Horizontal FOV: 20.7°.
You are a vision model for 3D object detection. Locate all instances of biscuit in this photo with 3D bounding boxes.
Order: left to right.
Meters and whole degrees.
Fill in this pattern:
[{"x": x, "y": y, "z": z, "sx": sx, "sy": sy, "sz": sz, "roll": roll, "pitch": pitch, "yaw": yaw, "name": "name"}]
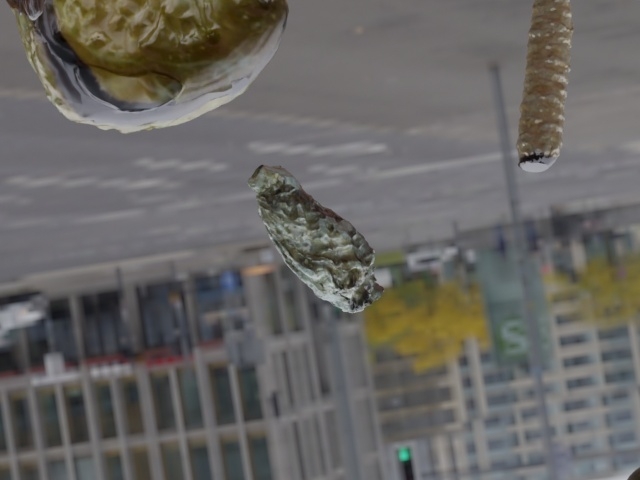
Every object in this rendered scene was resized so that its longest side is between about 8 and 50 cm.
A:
[{"x": 0.267, "y": -0.190, "z": 2.073, "sx": 0.055, "sy": 0.219, "sz": 0.061, "roll": 9, "pitch": 169, "yaw": -16, "name": "biscuit"}]

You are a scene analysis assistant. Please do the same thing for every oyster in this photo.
[{"x": 0.000, "y": 0.000, "z": 1.545, "sx": 0.064, "sy": 0.125, "sz": 0.177, "roll": -45, "pitch": 154, "yaw": 7, "name": "oyster"}]

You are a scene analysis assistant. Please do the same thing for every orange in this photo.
[{"x": -0.173, "y": -0.293, "z": 1.694, "sx": 0.271, "sy": 0.369, "sz": 0.210, "roll": -4, "pitch": -163, "yaw": -23, "name": "orange"}]

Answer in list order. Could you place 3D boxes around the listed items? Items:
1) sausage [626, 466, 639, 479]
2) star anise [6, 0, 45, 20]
[{"x": 0.428, "y": 0.395, "z": 2.126, "sx": 0.123, "sy": 0.123, "sz": 0.347, "roll": -9, "pitch": -144, "yaw": 13, "name": "sausage"}, {"x": -0.190, "y": -0.251, "z": 1.092, "sx": 0.214, "sy": 0.220, "sz": 0.099, "roll": -17, "pitch": -163, "yaw": -6, "name": "star anise"}]
